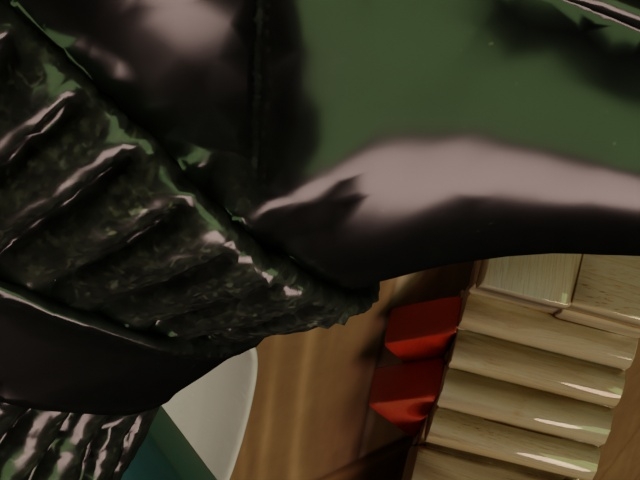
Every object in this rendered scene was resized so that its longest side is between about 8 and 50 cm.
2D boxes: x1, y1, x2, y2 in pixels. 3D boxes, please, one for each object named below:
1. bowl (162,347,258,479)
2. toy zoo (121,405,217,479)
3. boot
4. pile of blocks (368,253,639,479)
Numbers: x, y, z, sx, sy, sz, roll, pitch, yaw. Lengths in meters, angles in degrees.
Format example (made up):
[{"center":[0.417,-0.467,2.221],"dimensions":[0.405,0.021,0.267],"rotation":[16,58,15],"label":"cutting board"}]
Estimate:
[{"center":[-0.101,0.084,0.714],"dimensions":[0.142,0.053,0.142],"rotation":[-15,139,-33],"label":"bowl"},{"center":[-0.099,0.102,0.515],"dimensions":[0.192,0.293,0.030],"rotation":[-1,130,-44],"label":"toy zoo"},{"center":[-0.002,-0.003,0.471],"dimensions":[0.348,0.131,0.260],"rotation":[21,116,-26],"label":"boot"},{"center":[0.075,0.090,0.881],"dimensions":[0.112,0.149,0.362],"rotation":[14,117,-2],"label":"pile of blocks"}]
